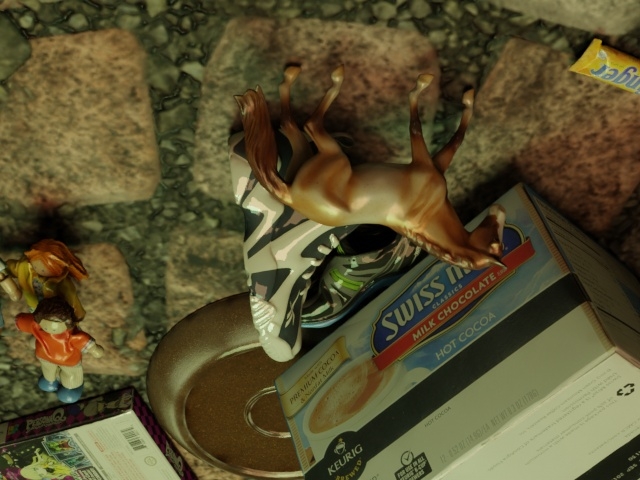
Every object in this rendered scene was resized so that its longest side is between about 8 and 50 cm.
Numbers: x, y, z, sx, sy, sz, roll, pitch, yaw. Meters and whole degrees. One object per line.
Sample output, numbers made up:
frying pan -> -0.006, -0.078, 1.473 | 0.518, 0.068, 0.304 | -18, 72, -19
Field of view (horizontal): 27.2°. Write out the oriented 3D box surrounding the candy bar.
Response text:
candy bar -> 0.309, -0.147, 1.236 | 0.161, 0.018, 0.040 | 19, 129, -19

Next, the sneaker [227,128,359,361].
sneaker -> 0.000, 0.000, 1.276 | 0.153, 0.094, 0.235 | -8, 102, -2

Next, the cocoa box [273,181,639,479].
cocoa box -> 0.169, 0.160, 1.320 | 0.347, 0.228, 0.231 | -40, 135, 19

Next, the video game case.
video game case -> -0.270, 0.284, 1.579 | 0.210, 0.042, 0.232 | -17, 131, 12

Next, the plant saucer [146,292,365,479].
plant saucer -> -0.043, 0.180, 1.496 | 0.311, 0.050, 0.310 | -1, 132, -1

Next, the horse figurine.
horse figurine -> 0.044, -0.069, 1.196 | 0.263, 0.174, 0.066 | 7, 172, -11

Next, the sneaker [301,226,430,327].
sneaker -> 0.030, 0.025, 1.353 | 0.188, 0.067, 0.078 | -31, 117, 18

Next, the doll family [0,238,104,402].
doll family -> -0.326, 0.044, 1.330 | 0.263, 0.118, 0.163 | 15, 139, 7
